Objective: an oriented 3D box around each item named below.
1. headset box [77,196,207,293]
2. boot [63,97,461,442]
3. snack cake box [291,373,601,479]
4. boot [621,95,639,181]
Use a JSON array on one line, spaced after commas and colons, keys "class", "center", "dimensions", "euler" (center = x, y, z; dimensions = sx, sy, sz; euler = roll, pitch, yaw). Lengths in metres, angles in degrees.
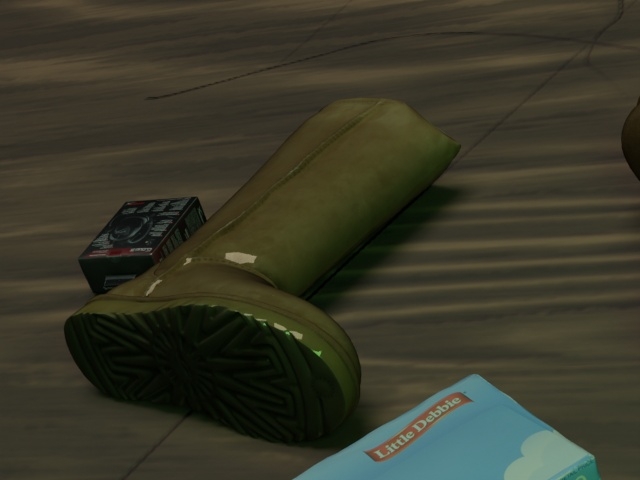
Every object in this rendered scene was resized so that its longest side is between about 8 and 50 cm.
[{"class": "headset box", "center": [-0.123, 0.005, 1.166], "dimensions": [0.062, 0.032, 0.083], "euler": [-4, 32, 27]}, {"class": "boot", "center": [0.000, 0.000, 1.042], "dimensions": [0.236, 0.089, 0.269], "euler": [9, 38, 42]}, {"class": "snack cake box", "center": [-0.006, 0.186, 0.644], "dimensions": [0.264, 0.152, 0.089], "euler": [-29, 30, -17]}, {"class": "boot", "center": [0.209, 0.007, 0.891], "dimensions": [0.115, 0.112, 0.305], "euler": [-30, 30, 2]}]
